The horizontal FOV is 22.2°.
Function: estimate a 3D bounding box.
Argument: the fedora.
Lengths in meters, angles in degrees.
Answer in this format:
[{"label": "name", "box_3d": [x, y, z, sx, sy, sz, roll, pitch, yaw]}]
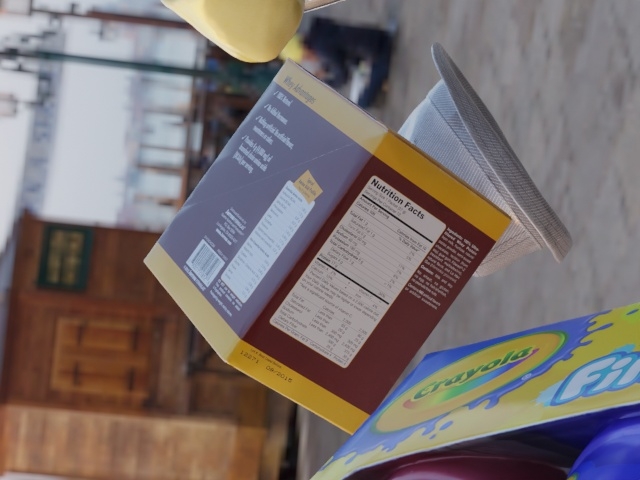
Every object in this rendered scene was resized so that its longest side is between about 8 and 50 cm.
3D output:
[{"label": "fedora", "box_3d": [0.150, -0.065, 1.726, 0.244, 0.124, 0.275, 44, -167, -52]}]

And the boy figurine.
[{"label": "boy figurine", "box_3d": [-0.032, -0.252, 1.030, 0.177, 0.092, 0.285, 3, 76, 58]}]

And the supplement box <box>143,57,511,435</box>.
[{"label": "supplement box", "box_3d": [0.000, 0.000, 1.201, 0.194, 0.129, 0.191, -54, 31, 4]}]

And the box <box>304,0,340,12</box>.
[{"label": "box", "box_3d": [0.006, -0.330, 1.545, 0.216, 0.270, 0.060, 51, -138, -35]}]

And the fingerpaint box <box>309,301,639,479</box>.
[{"label": "fingerpaint box", "box_3d": [0.132, 0.169, 0.658, 0.444, 0.163, 0.371, -18, 18, 48]}]
